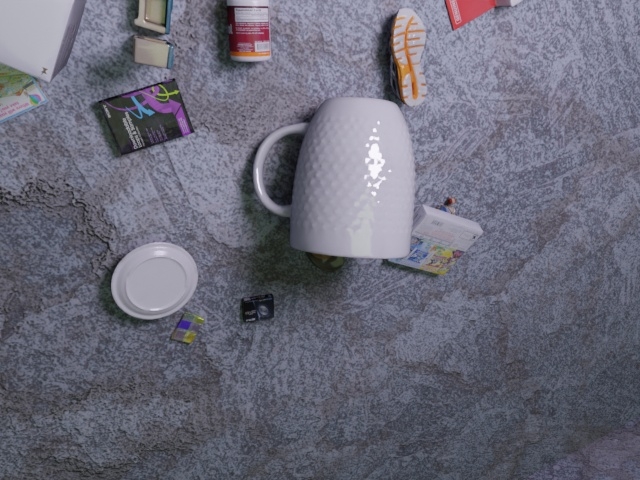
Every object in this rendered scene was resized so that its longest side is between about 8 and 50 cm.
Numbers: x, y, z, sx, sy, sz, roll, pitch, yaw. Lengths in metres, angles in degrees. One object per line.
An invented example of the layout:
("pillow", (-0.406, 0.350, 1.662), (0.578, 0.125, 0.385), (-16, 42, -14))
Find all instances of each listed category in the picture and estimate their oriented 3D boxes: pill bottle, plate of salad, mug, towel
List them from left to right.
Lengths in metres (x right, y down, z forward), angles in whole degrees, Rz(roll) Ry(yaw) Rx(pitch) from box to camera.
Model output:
("plate of salad", (-0.392, 0.094, 1.197), (0.200, 0.048, 0.200), (-13, 117, -27))
("towel", (-0.342, 0.227, 1.300), (0.060, 0.009, 0.083), (26, 103, -28))
("pill bottle", (-0.144, -0.443, 1.016), (0.086, 0.086, 0.152), (-8, 116, -18))
("mug", (0.030, -0.145, 1.138), (0.374, 0.276, 0.328), (5, 96, 8))

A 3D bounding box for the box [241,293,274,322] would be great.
("box", (-0.166, 0.180, 1.341), (0.083, 0.018, 0.067), (-7, 116, -19))

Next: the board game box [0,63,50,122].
("board game box", (-0.612, -0.278, 0.946), (0.154, 0.026, 0.103), (-27, 121, -7))

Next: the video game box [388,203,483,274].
("video game box", (0.313, 0.004, 1.397), (0.205, 0.048, 0.187), (15, 126, -27))

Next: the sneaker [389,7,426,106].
("sneaker", (0.190, -0.419, 1.164), (0.084, 0.083, 0.215), (-12, 113, -16))

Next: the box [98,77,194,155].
("box", (-0.360, -0.257, 1.053), (0.162, 0.029, 0.116), (-21, 120, -10))

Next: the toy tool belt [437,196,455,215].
("toy tool belt", (0.345, -0.078, 1.401), (0.051, 0.052, 0.083), (-6, 116, -28))

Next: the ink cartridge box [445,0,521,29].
("ink cartridge box", (0.382, -0.669, 1.127), (0.261, 0.066, 0.296), (-32, 121, -6))

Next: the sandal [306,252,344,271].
("sandal", (0.000, 0.000, 1.297), (0.090, 0.060, 0.219), (-27, 121, -7))

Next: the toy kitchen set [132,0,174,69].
("toy kitchen set", (-0.275, -0.429, 0.924), (0.122, 0.166, 0.207), (2, 113, -22))

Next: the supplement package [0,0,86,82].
("supplement package", (-0.481, -0.364, 0.828), (0.139, 0.244, 0.134), (18, 107, -28))
